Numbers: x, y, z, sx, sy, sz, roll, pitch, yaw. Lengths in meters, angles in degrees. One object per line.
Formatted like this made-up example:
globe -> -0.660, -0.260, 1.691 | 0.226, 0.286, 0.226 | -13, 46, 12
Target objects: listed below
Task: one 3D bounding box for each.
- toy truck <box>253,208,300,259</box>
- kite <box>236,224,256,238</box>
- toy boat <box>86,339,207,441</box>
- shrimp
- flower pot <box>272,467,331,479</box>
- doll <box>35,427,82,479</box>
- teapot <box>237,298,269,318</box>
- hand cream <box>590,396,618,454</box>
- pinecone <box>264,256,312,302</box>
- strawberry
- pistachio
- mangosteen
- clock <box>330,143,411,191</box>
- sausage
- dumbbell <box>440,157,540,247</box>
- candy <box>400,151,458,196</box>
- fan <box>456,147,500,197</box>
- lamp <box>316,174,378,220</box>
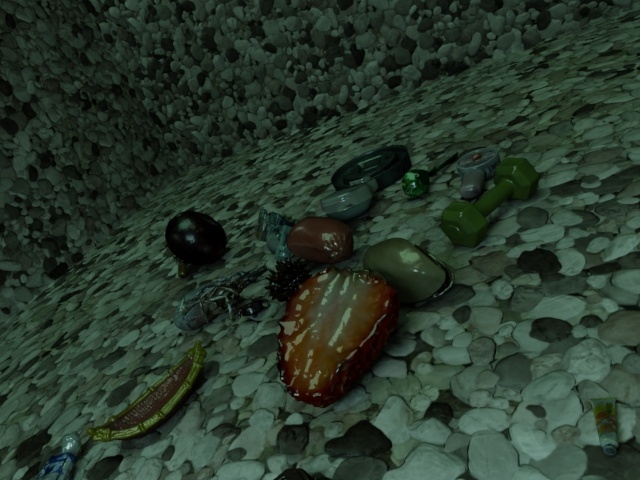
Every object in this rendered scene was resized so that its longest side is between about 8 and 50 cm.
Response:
toy truck -> -0.147, -0.021, 1.727 | 0.256, 0.108, 0.140 | 21, 95, 63
kite -> -0.300, -0.042, 2.070 | 0.122, 0.004, 0.090 | -30, 23, -7
toy boat -> -0.387, 0.373, 1.202 | 0.141, 0.099, 0.318 | 8, 38, 47
shrimp -> -0.297, 0.168, 1.503 | 0.343, 0.116, 0.145 | -29, 23, 13
flower pot -> -0.032, 0.433, 0.725 | 0.179, 0.084, 0.251 | -33, 24, -15
doll -> -0.603, 0.531, 1.151 | 0.114, 0.057, 0.227 | -20, 33, 29
teapot -> -0.189, 0.195, 1.425 | 0.100, 0.045, 0.068 | -17, -3, -22
hand cream -> 0.404, 0.258, 0.716 | 0.035, 0.022, 0.102 | -18, 20, 31
pinecone -> -0.084, 0.107, 1.373 | 0.140, 0.140, 0.121 | -11, 70, 32
strawberry -> 0.041, 0.207, 1.061 | 0.265, 0.149, 0.336 | -3, 43, 30
pistachio -> 0.197, 0.070, 1.180 | 0.238, 0.153, 0.138 | 2, -3, 44
mangosteen -> -0.487, 0.019, 1.913 | 0.261, 0.235, 0.235 | -63, 27, 2
clock -> 0.196, -0.269, 1.952 | 0.319, 0.066, 0.319 | -23, 23, 10
sausage -> 0.000, 0.000, 1.513 | 0.254, 0.148, 0.148 | 8, 41, 44
dumbbell -> 0.439, -0.101, 1.304 | 0.302, 0.108, 0.121 | -37, 25, -24
candy -> 0.383, -0.235, 1.701 | 0.097, 0.097, 0.323 | 2, 27, 47
fan -> 0.469, -0.204, 1.525 | 0.130, 0.074, 0.244 | -10, 29, 32
lamp -> 0.108, -0.136, 1.719 | 0.179, 0.108, 0.246 | -6, 24, 46
